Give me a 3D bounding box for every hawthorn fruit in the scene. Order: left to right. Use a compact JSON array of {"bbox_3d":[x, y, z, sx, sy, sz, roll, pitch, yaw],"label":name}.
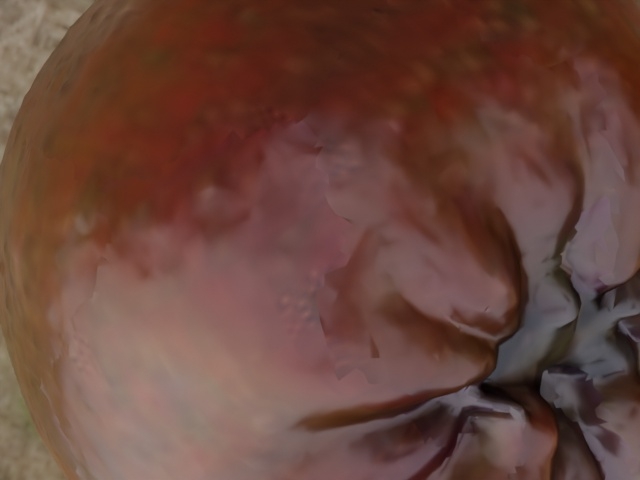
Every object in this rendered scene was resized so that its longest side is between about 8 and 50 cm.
[{"bbox_3d":[0.000,0.000,0.605,0.298,0.277,0.277,21,155,44],"label":"hawthorn fruit"}]
